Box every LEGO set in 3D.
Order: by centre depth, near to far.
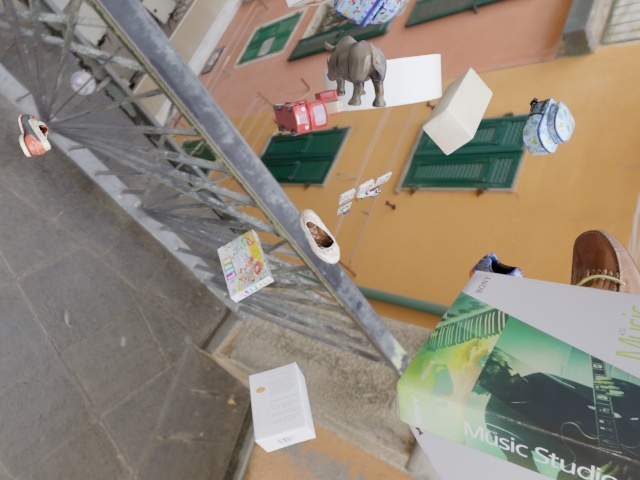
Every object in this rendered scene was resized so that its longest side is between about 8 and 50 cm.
[{"bbox_3d":[0.127,-0.159,1.514,0.182,0.244,0.060,-27,79,-9],"label":"LEGO set"}]

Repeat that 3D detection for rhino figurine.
[{"bbox_3d":[0.057,-0.329,0.865,0.073,0.243,0.106,-9,120,-15],"label":"rhino figurine"}]

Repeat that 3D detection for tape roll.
[{"bbox_3d":[0.150,-0.387,1.120,0.286,0.286,0.100,-25,116,-39],"label":"tape roll"}]

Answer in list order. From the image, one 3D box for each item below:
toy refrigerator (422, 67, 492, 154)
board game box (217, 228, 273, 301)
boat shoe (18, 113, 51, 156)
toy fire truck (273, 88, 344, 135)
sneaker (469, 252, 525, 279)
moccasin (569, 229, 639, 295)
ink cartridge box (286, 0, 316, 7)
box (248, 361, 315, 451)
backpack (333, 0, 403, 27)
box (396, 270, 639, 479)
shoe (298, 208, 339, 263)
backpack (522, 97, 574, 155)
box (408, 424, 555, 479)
[{"bbox_3d":[0.372,-0.351,1.234,0.102,0.094,0.269,44,48,-12],"label":"toy refrigerator"},{"bbox_3d":[-0.180,0.057,1.084,0.103,0.154,0.026,-30,142,5],"label":"board game box"},{"bbox_3d":[-0.522,-0.197,0.837,0.043,0.137,0.049,-23,134,-16],"label":"boat shoe"},{"bbox_3d":[-0.010,-0.227,0.796,0.135,0.192,0.047,-17,112,-14],"label":"toy fire truck"},{"bbox_3d":[0.455,0.111,1.073,0.083,0.221,0.087,-28,142,-37],"label":"sneaker"},{"bbox_3d":[0.487,0.148,0.838,0.147,0.139,0.380,21,72,-9],"label":"moccasin"},{"bbox_3d":[-0.026,-0.582,0.982,0.175,0.072,0.127,-49,125,-55],"label":"ink cartridge box"},{"bbox_3d":[-0.097,0.415,1.143,0.091,0.130,0.170,70,5,-48],"label":"box"},{"bbox_3d":[0.139,-0.641,1.201,0.173,0.158,0.117,21,61,-26],"label":"backpack"},{"bbox_3d":[0.264,0.124,0.418,0.232,0.322,0.058,-36,124,-46],"label":"box"},{"bbox_3d":[0.000,0.000,1.385,0.076,0.058,0.219,-34,124,0],"label":"shoe"},{"bbox_3d":[0.527,-0.260,1.060,0.105,0.084,0.114,38,74,-31],"label":"backpack"},{"bbox_3d":[0.233,0.250,0.564,0.119,0.181,0.182,-12,59,-34],"label":"box"}]
